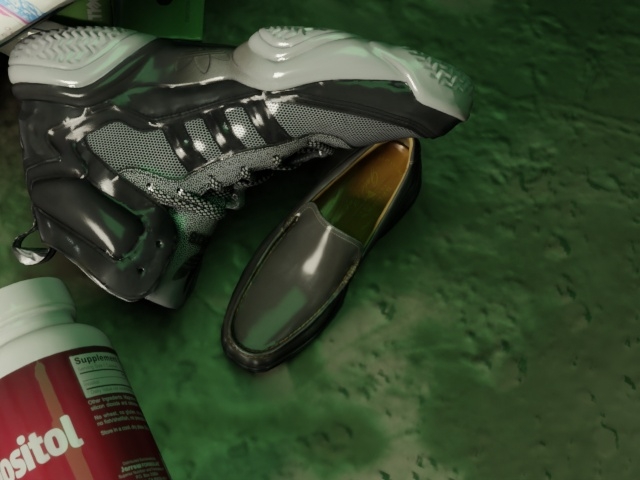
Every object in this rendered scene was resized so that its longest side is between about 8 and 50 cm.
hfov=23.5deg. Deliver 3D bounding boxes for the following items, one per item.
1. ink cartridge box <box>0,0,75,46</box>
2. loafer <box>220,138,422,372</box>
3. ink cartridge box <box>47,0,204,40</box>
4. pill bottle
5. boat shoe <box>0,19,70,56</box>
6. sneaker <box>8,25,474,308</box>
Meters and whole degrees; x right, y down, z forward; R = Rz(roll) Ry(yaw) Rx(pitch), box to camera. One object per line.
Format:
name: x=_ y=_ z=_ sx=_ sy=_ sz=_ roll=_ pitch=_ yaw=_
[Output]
ink cartridge box: x=-0.176 y=-0.183 z=0.832 sx=0.231 sy=0.078 sz=0.134 roll=-29 pitch=100 yaw=13
loafer: x=0.000 y=0.000 z=0.888 sx=0.062 sy=0.061 sz=0.170 roll=33 pitch=71 yaw=7
ink cartridge box: x=-0.174 y=-0.188 z=0.946 sx=0.209 sy=0.062 sz=0.109 roll=2 pitch=68 yaw=-4
pill bottle: x=-0.139 y=0.101 z=0.824 sx=0.086 sy=0.086 sz=0.152 roll=-23 pitch=72 yaw=-13
boat shoe: x=-0.158 y=-0.107 z=0.932 sx=0.100 sy=0.035 sz=0.035 roll=16 pitch=65 yaw=-6
sneaker: x=-0.050 y=-0.037 z=0.853 sx=0.268 sy=0.101 sz=0.153 roll=3 pitch=87 yaw=16
